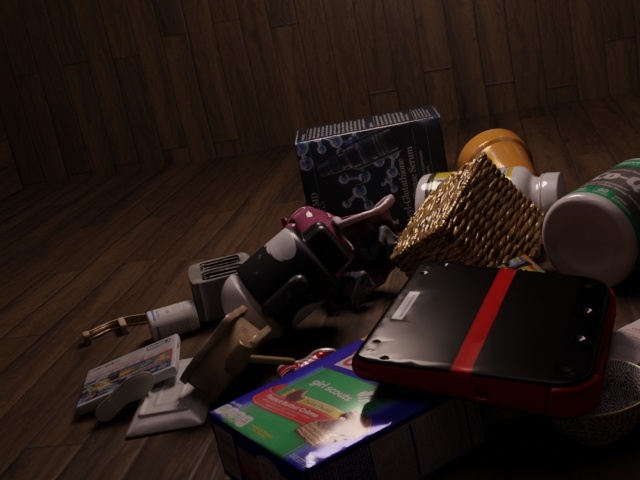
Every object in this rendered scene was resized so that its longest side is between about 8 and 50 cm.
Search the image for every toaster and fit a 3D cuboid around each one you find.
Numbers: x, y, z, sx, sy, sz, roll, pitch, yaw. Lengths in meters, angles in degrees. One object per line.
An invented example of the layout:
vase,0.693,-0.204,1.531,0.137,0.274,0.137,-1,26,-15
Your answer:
toaster,-0.221,0.112,2.055,0.186,0.110,0.168,-14,16,-6

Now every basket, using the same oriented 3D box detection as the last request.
basket,0.309,0.006,1.874,0.213,0.223,0.299,-38,12,47

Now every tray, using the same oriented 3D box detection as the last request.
tray,-0.272,0.281,1.672,0.145,0.030,0.270,-9,17,3

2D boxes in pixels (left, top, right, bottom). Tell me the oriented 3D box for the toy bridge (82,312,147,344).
toy bridge,-0.460,0.198,2.077,0.188,0.026,0.063,-16,16,-17

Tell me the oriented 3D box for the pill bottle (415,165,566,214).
pill bottle,0.409,-0.079,2.127,0.334,0.188,0.188,-3,19,25

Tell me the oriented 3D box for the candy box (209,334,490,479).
candy box,0.042,0.275,1.319,0.317,0.122,0.268,-20,19,-31

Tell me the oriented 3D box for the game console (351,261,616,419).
game console,0.265,0.137,1.366,0.342,0.060,0.386,5,22,21

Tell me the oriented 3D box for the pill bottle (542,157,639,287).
pill bottle,0.638,-0.053,1.855,0.204,0.204,0.361,6,24,45

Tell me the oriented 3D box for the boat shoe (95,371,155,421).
boat shoe,-0.360,0.287,1.644,0.125,0.046,0.038,-42,4,-10

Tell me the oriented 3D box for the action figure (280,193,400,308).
action figure,0.000,0.000,2.040,0.248,0.275,0.370,-26,35,-24

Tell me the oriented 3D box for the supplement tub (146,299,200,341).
supplement tub,-0.327,0.178,1.976,0.107,0.071,0.071,-15,17,-14

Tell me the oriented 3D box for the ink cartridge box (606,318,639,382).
ink cartridge box,0.494,0.188,1.408,0.181,0.061,0.104,-21,20,-26

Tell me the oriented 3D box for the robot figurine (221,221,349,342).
robot figurine,-0.072,0.087,1.833,0.278,0.209,0.173,-40,61,2

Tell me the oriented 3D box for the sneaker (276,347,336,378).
sneaker,-0.020,0.235,1.631,0.118,0.042,0.067,-20,13,-3

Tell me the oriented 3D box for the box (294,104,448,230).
box,0.149,-0.184,2.460,0.395,0.293,0.212,-11,16,4

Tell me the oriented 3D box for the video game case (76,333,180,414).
video game case,-0.372,0.260,1.752,0.201,0.023,0.183,-23,15,-1

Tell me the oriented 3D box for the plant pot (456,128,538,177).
plant pot,0.494,-0.171,2.394,0.205,0.205,0.188,-13,32,-6

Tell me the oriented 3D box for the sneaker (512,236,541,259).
sneaker,0.366,0.017,2.005,0.258,0.091,0.094,-14,17,-8

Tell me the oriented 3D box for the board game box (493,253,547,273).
board game box,0.377,0.111,1.646,0.141,0.048,0.170,-19,45,-26

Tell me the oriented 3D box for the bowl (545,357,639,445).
bowl,0.388,0.240,1.274,0.170,0.080,0.170,-10,18,3

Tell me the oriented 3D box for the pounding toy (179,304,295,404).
pounding toy,-0.147,0.232,1.634,0.154,0.155,0.269,-54,-4,7

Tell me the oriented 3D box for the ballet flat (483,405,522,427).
ballet flat,0.217,0.176,1.510,0.147,0.147,0.409,-14,17,-7
